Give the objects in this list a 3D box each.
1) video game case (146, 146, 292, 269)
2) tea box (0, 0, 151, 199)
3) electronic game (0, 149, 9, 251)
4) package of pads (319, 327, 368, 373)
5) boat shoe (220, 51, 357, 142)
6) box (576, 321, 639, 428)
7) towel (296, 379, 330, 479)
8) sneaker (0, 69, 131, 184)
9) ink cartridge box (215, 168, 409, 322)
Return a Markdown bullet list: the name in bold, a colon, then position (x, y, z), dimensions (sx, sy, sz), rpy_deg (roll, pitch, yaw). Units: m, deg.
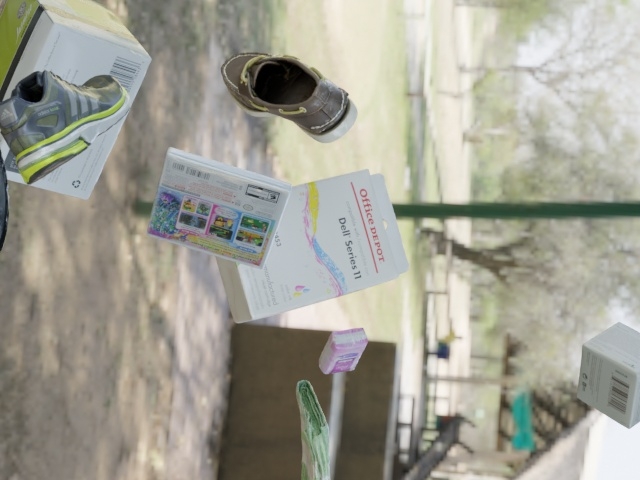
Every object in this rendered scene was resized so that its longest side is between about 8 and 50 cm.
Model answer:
- **video game case**: position (-0.128, -0.038, 1.439), dimensions (0.019, 0.157, 0.143), rpy_deg (-79, -172, -47)
- **tea box**: position (-0.540, -0.312, 2.315), dimensions (0.329, 0.220, 0.323), rpy_deg (-61, -141, 18)
- **electronic game**: position (-0.386, -0.055, 1.197), dimensions (0.229, 0.048, 0.229), rpy_deg (-5, 90, -79)
- **package of pads**: position (0.031, 0.154, 1.607), dimensions (0.083, 0.050, 0.032), rpy_deg (113, -33, -53)
- **boat shoe**: position (-0.071, -0.255, 1.894), dimensions (0.116, 0.324, 0.097), rpy_deg (-51, 133, -5)
- **box**: position (0.433, 0.191, 1.649), dimensions (0.087, 0.102, 0.101), rpy_deg (-24, 128, -31)
- **towel**: position (-0.015, 0.379, 1.584), dimensions (0.248, 0.038, 0.324), rpy_deg (-130, -141, -81)
- **sneaker**: position (-0.357, -0.189, 1.612), dimensions (0.121, 0.111, 0.300), rpy_deg (59, 19, -16)
- **ink cartridge box**: position (0.000, 0.000, 2.018), dimensions (0.119, 0.354, 0.207), rpy_deg (-22, -96, 68)
